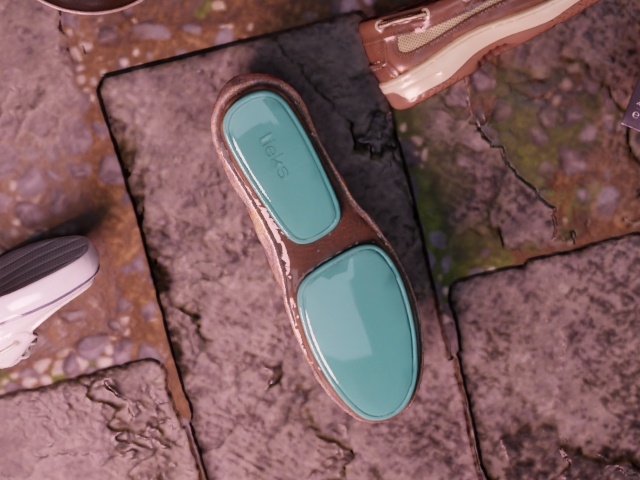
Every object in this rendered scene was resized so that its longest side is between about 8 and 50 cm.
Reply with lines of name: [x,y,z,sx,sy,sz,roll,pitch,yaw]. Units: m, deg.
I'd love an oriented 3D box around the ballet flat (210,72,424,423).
ballet flat: [0.000,0.000,1.488,0.107,0.106,0.316,-23,106,-4]

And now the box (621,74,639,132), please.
box: [0.350,-0.135,1.442,0.156,0.093,0.158,27,105,30]

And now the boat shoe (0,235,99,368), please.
boat shoe: [-0.275,0.070,1.512,0.226,0.083,0.076,-23,118,15]

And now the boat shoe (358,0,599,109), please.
boat shoe: [0.148,-0.207,1.448,0.257,0.095,0.095,-30,99,5]

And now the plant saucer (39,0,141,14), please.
plant saucer: [-0.186,-0.267,1.442,0.168,0.029,0.169,-1,107,-4]
